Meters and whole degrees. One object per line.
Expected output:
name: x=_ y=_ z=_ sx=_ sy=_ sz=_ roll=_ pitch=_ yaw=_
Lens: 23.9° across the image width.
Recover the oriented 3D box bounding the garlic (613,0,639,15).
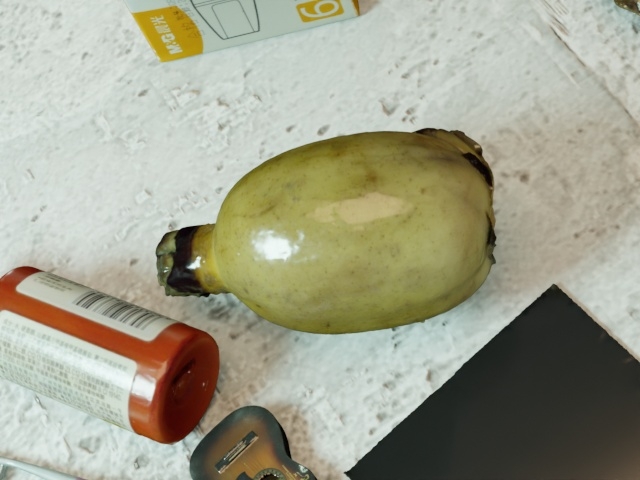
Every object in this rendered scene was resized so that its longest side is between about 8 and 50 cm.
garlic: x=0.274 y=-0.324 z=1.442 sx=0.338 sy=0.151 sz=0.196 roll=48 pitch=108 yaw=24

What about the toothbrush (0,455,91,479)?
toothbrush: x=-0.190 y=0.216 z=1.296 sx=0.286 sy=0.020 sz=0.025 roll=7 pitch=72 yaw=25

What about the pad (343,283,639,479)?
pad: x=0.222 y=0.227 z=1.199 sx=0.247 sy=0.007 sz=0.367 roll=-40 pitch=60 yaw=-9

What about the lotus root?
lotus root: x=0.000 y=0.000 z=1.284 sx=0.310 sy=0.183 sz=0.183 roll=-9 pitch=60 yaw=13

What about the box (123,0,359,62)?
box: x=-0.094 y=-0.291 z=1.423 sx=0.220 sy=0.274 sz=0.091 roll=-12 pitch=62 yaw=11

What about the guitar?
guitar: x=-0.016 y=0.231 z=1.248 sx=0.088 sy=0.025 sz=0.233 roll=-43 pitch=60 yaw=-9

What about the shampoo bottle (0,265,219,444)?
shampoo bottle: x=-0.231 y=0.087 z=1.340 sx=0.278 sy=0.104 sz=0.104 roll=19 pitch=68 yaw=23
